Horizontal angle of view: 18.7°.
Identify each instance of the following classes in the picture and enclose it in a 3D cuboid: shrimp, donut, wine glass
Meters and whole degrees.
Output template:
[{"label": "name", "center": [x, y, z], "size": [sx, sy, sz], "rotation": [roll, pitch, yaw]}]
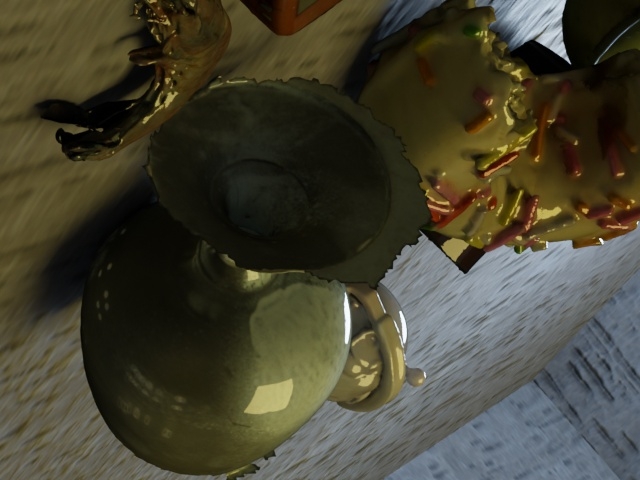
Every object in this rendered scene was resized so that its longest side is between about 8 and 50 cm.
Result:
[{"label": "shrimp", "center": [-0.123, -0.121, 1.292], "size": [0.152, 0.046, 0.219], "rotation": [-42, 168, -11]}, {"label": "donut", "center": [0.207, -0.098, 1.768], "size": [0.371, 0.150, 0.307], "rotation": [1, 156, -25]}, {"label": "wine glass", "center": [-0.070, 0.042, 1.566], "size": [0.238, 0.238, 0.323], "rotation": [-32, 160, -33]}]

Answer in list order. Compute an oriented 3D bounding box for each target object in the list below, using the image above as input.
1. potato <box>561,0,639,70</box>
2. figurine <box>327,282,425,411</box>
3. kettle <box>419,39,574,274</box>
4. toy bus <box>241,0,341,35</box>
[{"label": "potato", "center": [0.360, -0.273, 1.890], "size": [0.280, 0.213, 0.330], "rotation": [-5, 157, -23]}, {"label": "figurine", "center": [-0.008, 0.072, 1.840], "size": [0.141, 0.237, 0.162], "rotation": [-40, 172, -37]}, {"label": "kettle", "center": [0.179, -0.097, 2.026], "size": [0.232, 0.144, 0.202], "rotation": [-44, -174, 1]}, {"label": "toy bus", "center": [0.104, -0.287, 1.290], "size": [0.409, 0.093, 0.092], "rotation": [-38, 159, -15]}]
